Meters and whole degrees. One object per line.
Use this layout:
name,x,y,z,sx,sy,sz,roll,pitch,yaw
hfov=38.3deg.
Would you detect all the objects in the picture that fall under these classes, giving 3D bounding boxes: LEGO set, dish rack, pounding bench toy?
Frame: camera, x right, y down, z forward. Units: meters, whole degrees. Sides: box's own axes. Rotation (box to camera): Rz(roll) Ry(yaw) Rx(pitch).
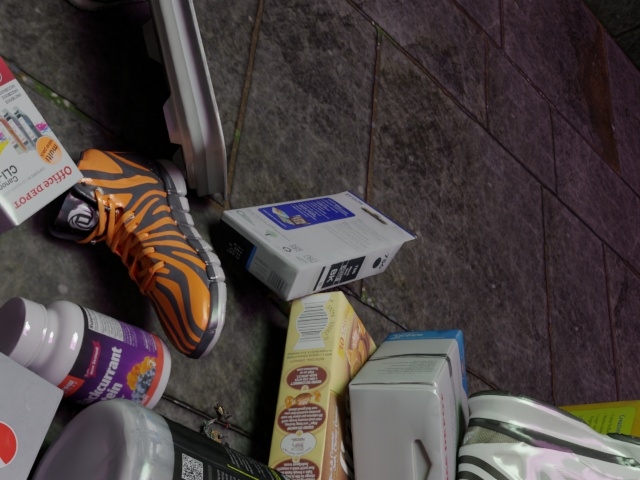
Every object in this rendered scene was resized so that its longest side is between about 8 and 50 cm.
LEGO set,-0.144,0.260,1.246,0.054,0.023,0.083,63,23,-10
dish rack,-0.197,-0.232,1.286,0.072,0.285,0.333,-13,77,-9
pounding bench toy,-0.036,0.072,1.450,0.065,0.052,0.083,47,41,-25

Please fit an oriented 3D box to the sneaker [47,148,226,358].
sneaker,-0.241,0.011,1.152,0.180,0.125,0.321,10,39,-41

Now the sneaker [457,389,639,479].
sneaker,0.395,0.409,1.348,0.447,0.169,0.258,20,70,-6

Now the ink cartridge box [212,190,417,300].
ink cartridge box,0.000,0.000,1.454,0.165,0.065,0.332,36,28,27

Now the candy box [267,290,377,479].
candy box,0.009,0.255,1.337,0.183,0.087,0.317,57,33,-48

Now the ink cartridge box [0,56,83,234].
ink cartridge box,-0.386,-0.094,1.034,0.176,0.127,0.128,57,37,-14

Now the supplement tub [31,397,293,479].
supplement tub,-0.145,0.331,1.044,0.338,0.207,0.207,36,47,-35

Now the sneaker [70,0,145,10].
sneaker,-0.247,-0.427,1.370,0.102,0.146,0.293,58,38,-11

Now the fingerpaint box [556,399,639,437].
fingerpaint box,0.493,0.482,1.619,0.163,0.371,0.445,65,35,-19

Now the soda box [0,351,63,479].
soda box,-0.364,0.255,0.906,0.098,0.091,0.286,41,43,-29

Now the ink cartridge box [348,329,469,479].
ink cartridge box,0.142,0.277,1.380,0.307,0.129,0.223,-27,114,-73

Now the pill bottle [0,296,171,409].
pill bottle,-0.279,0.133,1.064,0.193,0.108,0.108,28,51,-40
